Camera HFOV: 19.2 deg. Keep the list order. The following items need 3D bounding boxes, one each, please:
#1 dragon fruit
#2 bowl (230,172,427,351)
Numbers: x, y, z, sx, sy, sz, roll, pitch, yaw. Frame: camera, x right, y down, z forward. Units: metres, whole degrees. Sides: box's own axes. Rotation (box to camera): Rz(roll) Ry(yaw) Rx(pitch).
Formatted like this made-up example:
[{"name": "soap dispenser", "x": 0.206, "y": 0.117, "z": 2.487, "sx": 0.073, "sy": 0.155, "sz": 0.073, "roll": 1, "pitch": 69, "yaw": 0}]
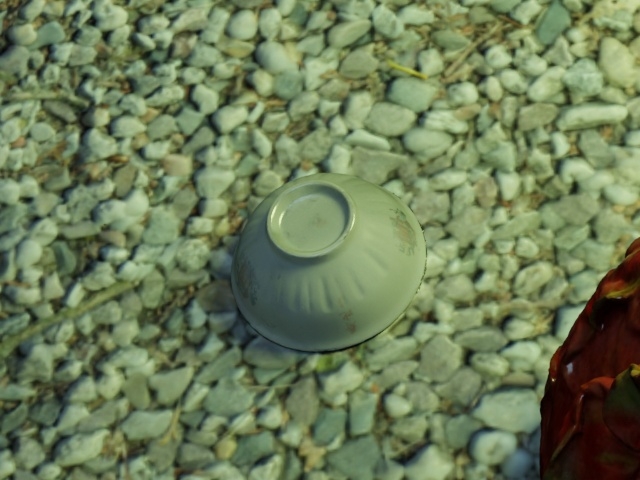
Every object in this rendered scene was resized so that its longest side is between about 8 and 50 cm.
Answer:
[{"name": "dragon fruit", "x": 0.221, "y": 0.120, "z": 1.476, "sx": 0.228, "sy": 0.329, "sz": 0.286, "roll": -26, "pitch": 58, "yaw": 4}, {"name": "bowl", "x": 0.000, "y": 0.000, "z": 1.733, "sx": 0.189, "sy": 0.086, "sz": 0.189, "roll": -5, "pitch": 59, "yaw": 9}]
